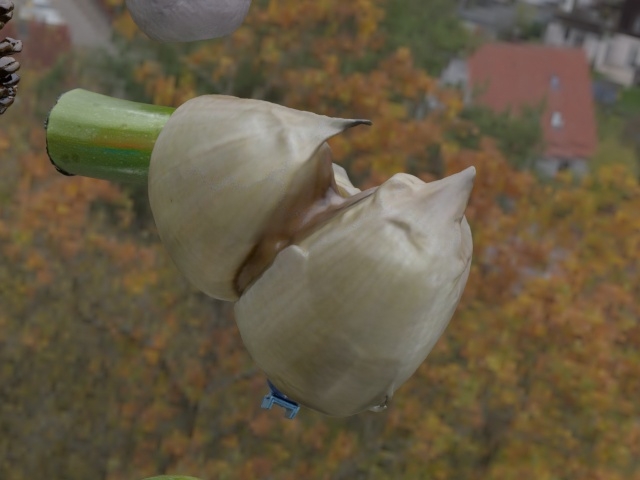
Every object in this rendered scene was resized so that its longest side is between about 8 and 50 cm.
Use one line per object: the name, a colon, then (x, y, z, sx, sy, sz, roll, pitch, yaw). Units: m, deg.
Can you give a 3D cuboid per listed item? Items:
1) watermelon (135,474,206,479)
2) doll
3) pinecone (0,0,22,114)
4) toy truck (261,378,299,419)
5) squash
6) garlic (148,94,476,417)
watermelon: (-0.157, 0.369, 1.950, 0.242, 0.242, 0.242, 10, 23, -4)
doll: (-0.154, -0.361, 1.972, 0.151, 0.287, 0.151, -7, 9, 1)
pinecone: (-0.370, -0.172, 1.742, 0.169, 0.212, 0.185, 30, 4, -23)
toy truck: (-0.030, 0.137, 1.706, 0.056, 0.090, 0.073, 24, 36, -4)
squash: (-0.189, -0.101, 1.887, 0.188, 0.095, 0.095, 11, 19, 32)
garlic: (0.000, 0.000, 1.467, 0.249, 0.286, 0.313, -19, -1, 0)
